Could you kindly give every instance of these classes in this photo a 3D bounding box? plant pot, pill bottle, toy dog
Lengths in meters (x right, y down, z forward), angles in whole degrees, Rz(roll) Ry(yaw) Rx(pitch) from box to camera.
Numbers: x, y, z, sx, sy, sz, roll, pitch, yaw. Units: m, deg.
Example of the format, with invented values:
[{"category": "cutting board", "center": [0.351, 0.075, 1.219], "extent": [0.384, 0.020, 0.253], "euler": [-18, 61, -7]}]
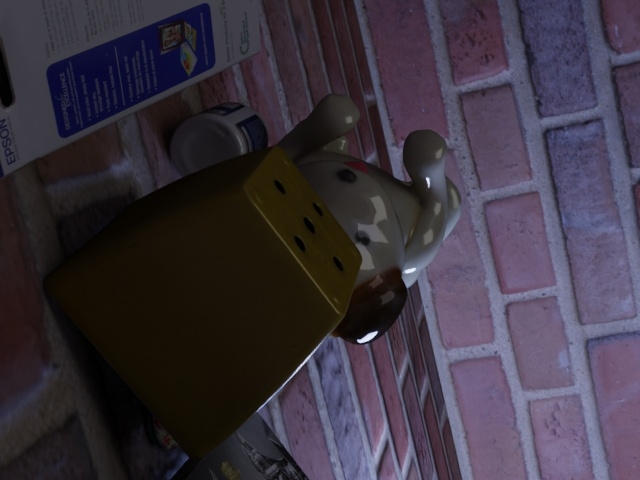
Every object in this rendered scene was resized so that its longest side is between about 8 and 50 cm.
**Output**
[{"category": "plant pot", "center": [-0.081, 0.033, 0.805], "extent": [0.212, 0.187, 0.212], "euler": [53, 20, -12]}, {"category": "pill bottle", "center": [-0.120, -0.125, 1.094], "extent": [0.169, 0.094, 0.094], "euler": [-54, 131, -70]}, {"category": "toy dog", "center": [0.000, 0.000, 1.120], "extent": [0.285, 0.395, 0.408], "euler": [36, 5, 3]}]

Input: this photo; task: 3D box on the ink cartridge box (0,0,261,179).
[{"category": "ink cartridge box", "center": [-0.180, -0.194, 0.739], "extent": [0.333, 0.065, 0.165], "euler": [-38, 138, -44]}]

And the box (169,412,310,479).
[{"category": "box", "center": [-0.071, 0.292, 0.899], "extent": [0.183, 0.056, 0.231], "euler": [54, 15, 0]}]

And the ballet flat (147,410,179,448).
[{"category": "ballet flat", "center": [-0.114, 0.146, 0.945], "extent": [0.241, 0.077, 0.091], "euler": [-58, 136, -69]}]
